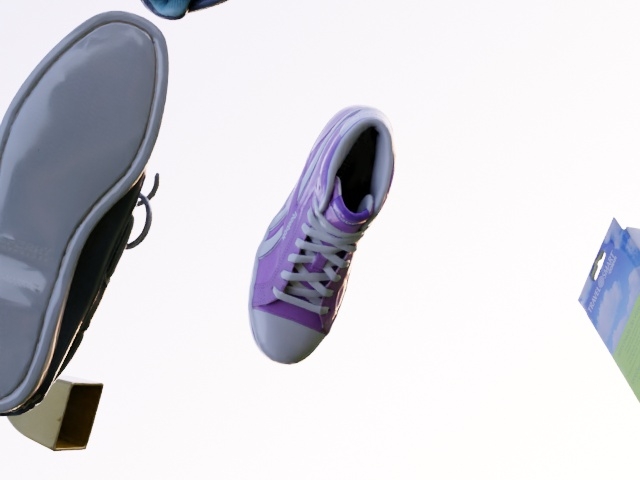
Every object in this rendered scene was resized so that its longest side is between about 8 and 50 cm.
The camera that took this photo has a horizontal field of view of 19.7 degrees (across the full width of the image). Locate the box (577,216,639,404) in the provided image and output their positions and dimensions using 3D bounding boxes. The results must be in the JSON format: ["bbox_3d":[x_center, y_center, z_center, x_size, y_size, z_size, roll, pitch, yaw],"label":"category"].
[{"bbox_3d":[0.310,0.070,1.752,0.042,0.178,0.109,7,-58,-21],"label":"box"}]

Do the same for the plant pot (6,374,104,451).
[{"bbox_3d":[-0.311,0.191,2.109,0.081,0.083,0.082,13,-88,-68],"label":"plant pot"}]

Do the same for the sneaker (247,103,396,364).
[{"bbox_3d":[-0.001,-0.001,1.828,0.161,0.102,0.282,-119,47,-80],"label":"sneaker"}]

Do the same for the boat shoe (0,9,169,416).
[{"bbox_3d":[-0.153,-0.014,1.115,0.079,0.095,0.255,37,-111,-82],"label":"boat shoe"}]

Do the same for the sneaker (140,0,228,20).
[{"bbox_3d":[-0.105,-0.213,1.285,0.283,0.110,0.122,-3,48,57],"label":"sneaker"}]
